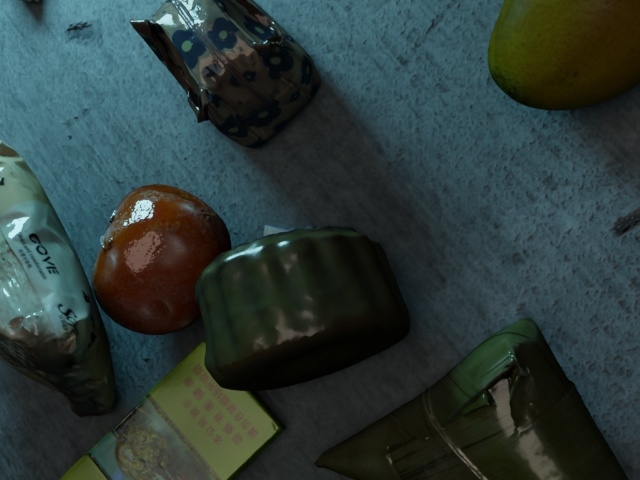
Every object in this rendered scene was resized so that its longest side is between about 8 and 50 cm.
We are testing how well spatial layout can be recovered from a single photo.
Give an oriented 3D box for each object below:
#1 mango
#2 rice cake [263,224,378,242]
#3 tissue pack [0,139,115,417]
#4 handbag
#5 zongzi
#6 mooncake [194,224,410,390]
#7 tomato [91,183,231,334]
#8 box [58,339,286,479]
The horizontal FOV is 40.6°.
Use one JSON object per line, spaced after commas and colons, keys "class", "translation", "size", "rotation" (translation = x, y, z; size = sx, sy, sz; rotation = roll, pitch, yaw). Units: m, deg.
{"class": "mango", "translation": [0.371, -0.339, 1.132], "size": [0.264, 0.221, 0.378], "rotation": [36, 106, 13]}
{"class": "rice cake", "translation": [0.000, 0.000, 1.309], "size": [0.180, 0.030, 0.042], "rotation": [9, 93, 18]}
{"class": "tissue pack", "translation": [-0.444, 0.076, 1.286], "size": [0.195, 0.390, 0.376], "rotation": [-30, 73, -20]}
{"class": "handbag", "translation": [-0.149, -0.282, 1.300], "size": [0.190, 0.193, 0.251], "rotation": [-43, 75, 5]}
{"class": "zongzi", "translation": [0.245, 0.377, 1.138], "size": [0.418, 0.181, 0.447], "rotation": [-36, 78, 27]}
{"class": "mooncake", "translation": [-0.028, 0.095, 1.181], "size": [0.290, 0.290, 0.161], "rotation": [-21, 71, 15]}
{"class": "tomato", "translation": [-0.230, 0.033, 1.285], "size": [0.188, 0.232, 0.232], "rotation": [19, 91, -1]}
{"class": "box", "translation": [-0.235, 0.335, 1.317], "size": [0.335, 0.047, 0.187], "rotation": [-44, 74, -1]}
